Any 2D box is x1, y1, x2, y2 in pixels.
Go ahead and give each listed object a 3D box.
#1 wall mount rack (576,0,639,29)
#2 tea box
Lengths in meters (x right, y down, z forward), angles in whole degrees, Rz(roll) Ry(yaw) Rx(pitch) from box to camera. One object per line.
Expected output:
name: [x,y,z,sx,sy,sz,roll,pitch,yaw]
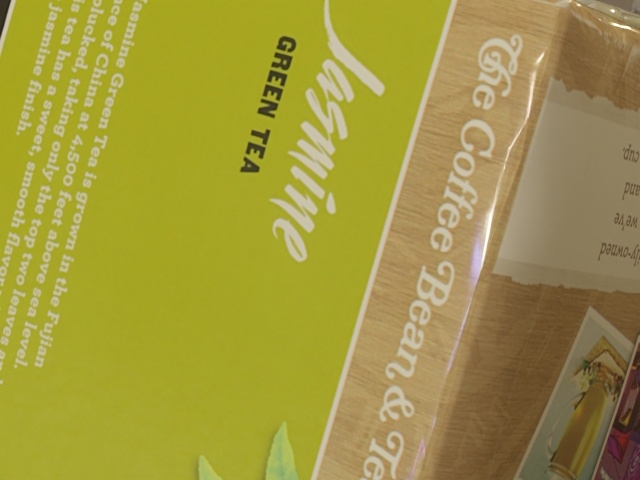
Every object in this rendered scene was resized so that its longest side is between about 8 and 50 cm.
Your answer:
wall mount rack: [0.230,-0.245,1.188,0.304,0.131,0.350,-121,47,-76]
tea box: [0.000,0.000,0.714,0.329,0.324,0.220,7,-79,-59]
